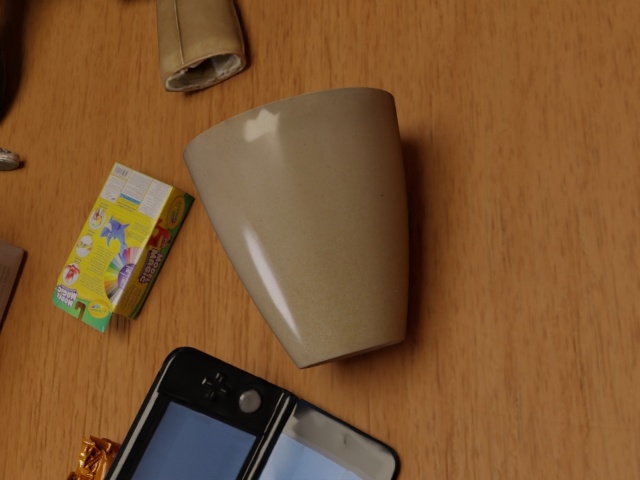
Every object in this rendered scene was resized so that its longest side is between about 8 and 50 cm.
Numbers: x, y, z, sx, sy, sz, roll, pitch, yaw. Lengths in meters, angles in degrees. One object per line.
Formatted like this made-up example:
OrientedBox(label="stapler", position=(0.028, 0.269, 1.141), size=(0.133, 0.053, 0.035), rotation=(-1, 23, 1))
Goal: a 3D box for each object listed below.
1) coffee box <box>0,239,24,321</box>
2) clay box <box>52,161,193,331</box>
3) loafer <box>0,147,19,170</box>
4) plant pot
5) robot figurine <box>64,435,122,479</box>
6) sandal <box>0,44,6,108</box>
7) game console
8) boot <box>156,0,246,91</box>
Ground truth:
OrientedBox(label="coffee box", position=(-0.713, 0.092, 1.480), size=(0.334, 0.338, 0.338), rotation=(11, 79, 34))
OrientedBox(label="clay box", position=(-0.282, 0.013, 1.422), size=(0.127, 0.053, 0.222), rotation=(23, 87, 35))
OrientedBox(label="loafer", position=(-0.532, -0.137, 1.635), size=(0.125, 0.045, 0.039), rotation=(-2, 65, 33))
OrientedBox(label="plant pot", position=(0.000, 0.000, 1.166), size=(0.256, 0.256, 0.274), rotation=(-20, 81, 24))
OrientedBox(label="robot figurine", position=(-0.276, 0.403, 1.257), size=(0.211, 0.085, 0.291), rotation=(11, 79, 29))
OrientedBox(label="sandal", position=(-0.616, -0.386, 1.604), size=(0.167, 0.107, 0.446), rotation=(5, 112, 27))
OrientedBox(label="game console", position=(-0.100, 0.306, 1.140), size=(0.173, 0.250, 0.293), rotation=(16, 79, 61))
OrientedBox(label="boot", position=(-0.234, -0.340, 1.500), size=(0.236, 0.089, 0.269), rotation=(-21, 64, 24))
